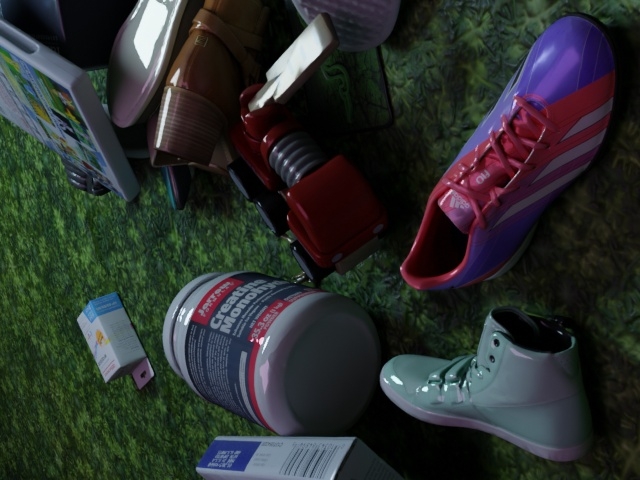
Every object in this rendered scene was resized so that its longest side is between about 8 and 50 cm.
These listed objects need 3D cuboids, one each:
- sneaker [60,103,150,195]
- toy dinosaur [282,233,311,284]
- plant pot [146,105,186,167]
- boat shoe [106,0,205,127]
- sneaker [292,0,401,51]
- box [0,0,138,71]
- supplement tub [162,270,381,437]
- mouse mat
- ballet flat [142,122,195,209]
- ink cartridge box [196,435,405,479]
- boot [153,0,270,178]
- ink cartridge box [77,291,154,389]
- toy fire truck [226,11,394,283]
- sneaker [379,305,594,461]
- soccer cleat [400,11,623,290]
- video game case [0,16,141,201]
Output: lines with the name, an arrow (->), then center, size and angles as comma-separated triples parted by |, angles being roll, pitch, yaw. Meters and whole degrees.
sneaker -> -0.347, -0.142, 1.553 | 0.295, 0.104, 0.147 | 18, 134, 41
toy dinosaur -> 0.000, 0.000, 1.203 | 0.092, 0.053, 0.183 | 50, 150, 2
plant pot -> -0.196, -0.180, 1.325 | 0.096, 0.109, 0.109 | 61, 145, 30
boat shoe -> -0.194, -0.282, 1.209 | 0.109, 0.091, 0.305 | 41, 117, 31
sneaker -> 0.017, -0.384, 0.953 | 0.135, 0.150, 0.366 | -1, 127, 20
box -> -0.359, -0.458, 1.315 | 0.293, 0.212, 0.395 | 17, 119, 48
supplement tub -> -0.070, 0.144, 1.226 | 0.272, 0.191, 0.191 | 11, 114, 50
mouse mat -> 0.018, -0.219, 1.101 | 0.152, 0.007, 0.190 | -2, 103, 53
ballet flat -> -0.223, -0.147, 1.398 | 0.074, 0.074, 0.203 | -34, 76, 54
ink cartridge box -> 0.045, 0.361, 1.141 | 0.330, 0.071, 0.324 | 45, 149, -18
boot -> -0.123, -0.199, 1.192 | 0.109, 0.283, 0.220 | 18, 89, 16
ink cartridge box -> -0.400, 0.206, 1.801 | 0.181, 0.061, 0.104 | 62, 144, 12
toy fire truck -> -0.011, -0.105, 1.036 | 0.217, 0.158, 0.246 | 51, 170, 26
sneaker -> 0.168, 0.124, 0.983 | 0.256, 0.094, 0.151 | 11, 121, 40
soccer cleat -> 0.174, -0.066, 0.871 | 0.108, 0.116, 0.318 | 50, 140, 26
video game case -> -0.414, -0.213, 1.340 | 0.300, 0.036, 0.329 | 33, 161, 15
